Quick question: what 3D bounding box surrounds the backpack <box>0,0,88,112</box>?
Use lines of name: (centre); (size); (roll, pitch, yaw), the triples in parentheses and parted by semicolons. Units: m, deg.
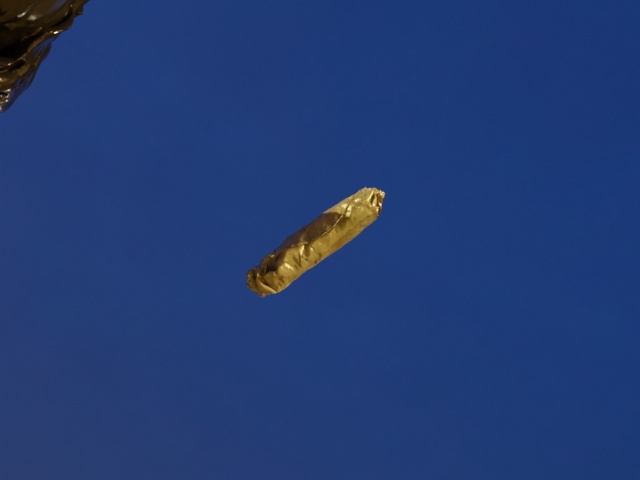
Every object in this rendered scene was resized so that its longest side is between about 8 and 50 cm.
backpack: (-0.320, -0.328, 1.074); (0.254, 0.363, 0.445); (-3, -27, -47)

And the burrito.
burrito: (-0.001, -0.002, 1.305); (0.045, 0.188, 0.058); (57, -13, -5)
